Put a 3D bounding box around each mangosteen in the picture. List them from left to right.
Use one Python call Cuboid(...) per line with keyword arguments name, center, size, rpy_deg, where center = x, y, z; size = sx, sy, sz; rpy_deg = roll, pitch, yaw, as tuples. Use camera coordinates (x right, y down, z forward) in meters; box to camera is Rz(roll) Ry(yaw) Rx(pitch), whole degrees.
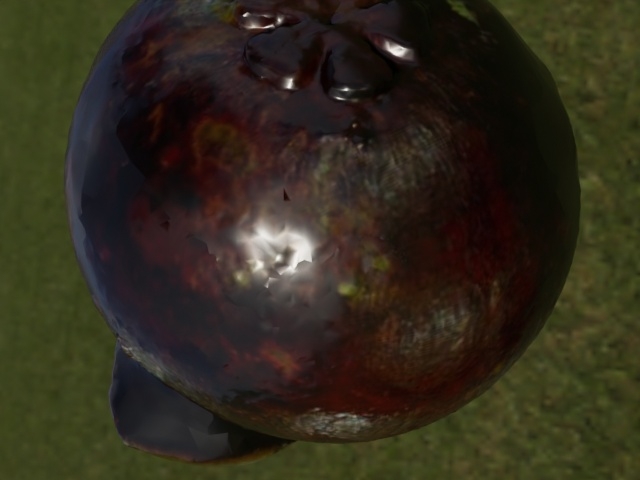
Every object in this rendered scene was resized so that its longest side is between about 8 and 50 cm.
Cuboid(name="mangosteen", center=(-0.003, -0.004, 0.526), size=(0.172, 0.172, 0.184), rpy_deg=(-109, 32, -50))
